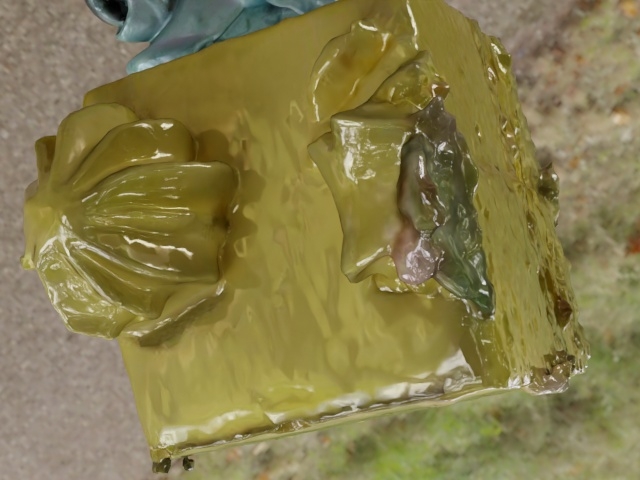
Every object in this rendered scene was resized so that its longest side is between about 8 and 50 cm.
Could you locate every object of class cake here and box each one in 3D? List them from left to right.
[{"bbox_3d":[0.000,0.000,0.695,0.227,0.222,0.286,-17,173,20],"label":"cake"}]

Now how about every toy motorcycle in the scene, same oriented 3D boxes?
[{"bbox_3d":[-0.069,-0.190,1.127,0.260,0.206,0.154,-19,-177,-23],"label":"toy motorcycle"}]
